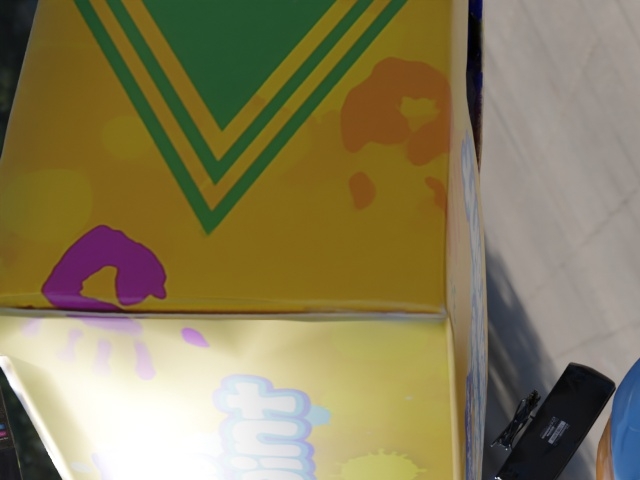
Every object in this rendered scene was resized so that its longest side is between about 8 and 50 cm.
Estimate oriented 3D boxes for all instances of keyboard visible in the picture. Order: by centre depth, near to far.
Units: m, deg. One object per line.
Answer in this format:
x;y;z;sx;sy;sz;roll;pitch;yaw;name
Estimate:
0.296;0.238;1.952;0.100;0.192;0.038;30;-167;-6;keyboard

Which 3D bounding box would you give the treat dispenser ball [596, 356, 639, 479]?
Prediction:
0.369;0.191;1.213;0.288;0.288;0.288;63;180;0;treat dispenser ball

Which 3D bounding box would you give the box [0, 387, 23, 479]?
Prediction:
-0.273;0.166;1.206;0.083;0.052;0.062;-120;22;-48;box

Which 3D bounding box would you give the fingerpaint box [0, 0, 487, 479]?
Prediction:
0.000;0.000;0.729;0.445;0.163;0.371;81;-169;-54;fingerpaint box
